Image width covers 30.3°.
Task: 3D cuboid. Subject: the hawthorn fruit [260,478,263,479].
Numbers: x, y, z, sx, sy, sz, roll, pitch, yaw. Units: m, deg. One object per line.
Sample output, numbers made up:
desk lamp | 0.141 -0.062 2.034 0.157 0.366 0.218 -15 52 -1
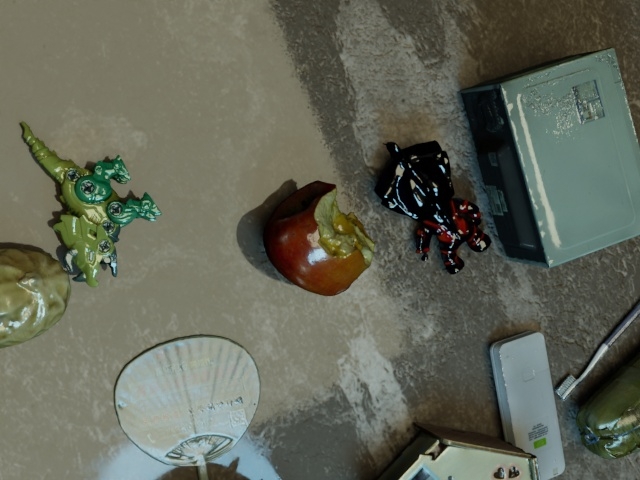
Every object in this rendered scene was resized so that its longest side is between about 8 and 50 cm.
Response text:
hawthorn fruit | -0.113 0.497 1.732 0.277 0.277 0.298 22 69 -18

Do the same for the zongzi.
zongzi | 0.579 0.329 2.013 0.251 0.125 0.274 -37 109 -13

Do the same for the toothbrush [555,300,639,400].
toothbrush | 0.502 0.164 2.028 0.026 0.024 0.288 45 81 -1

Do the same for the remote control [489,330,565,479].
remote control | 0.346 0.280 1.970 0.103 0.034 0.250 -16 98 -30

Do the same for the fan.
fan | -0.173 0.272 1.823 0.223 0.012 0.294 -41 104 -13

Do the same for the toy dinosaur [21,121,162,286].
toy dinosaur | -0.338 -0.071 1.712 0.153 0.094 0.259 -28 93 -18

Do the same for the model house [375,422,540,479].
model house | 0.249 0.430 1.888 0.244 0.169 0.326 -46 104 -12

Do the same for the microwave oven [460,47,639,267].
microwave oven | 0.373 -0.132 1.883 0.237 0.181 0.295 -19 99 -14

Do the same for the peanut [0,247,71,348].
peanut | -0.506 0.094 1.630 0.325 0.153 0.140 -10 92 -24

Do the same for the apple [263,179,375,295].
apple | -0.004 0.006 1.788 0.147 0.156 0.158 -34 115 3

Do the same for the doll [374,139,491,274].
doll | 0.171 -0.061 1.879 0.249 0.088 0.127 49 58 -24
